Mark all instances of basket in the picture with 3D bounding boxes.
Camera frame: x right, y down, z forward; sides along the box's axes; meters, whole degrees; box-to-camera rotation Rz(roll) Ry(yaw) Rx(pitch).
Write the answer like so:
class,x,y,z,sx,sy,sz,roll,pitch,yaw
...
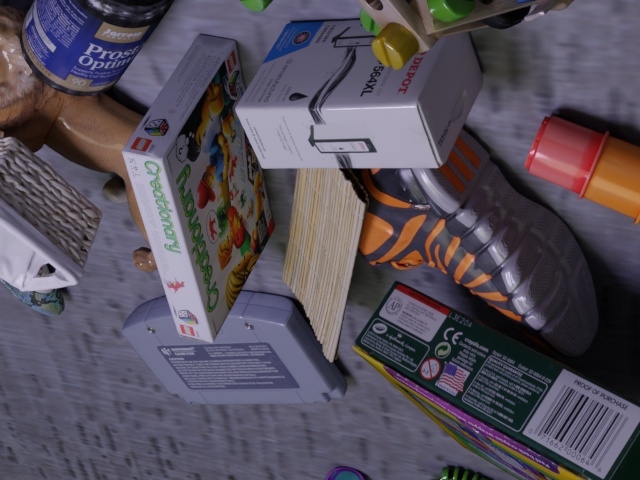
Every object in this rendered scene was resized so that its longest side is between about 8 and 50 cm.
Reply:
class,x,y,z,sx,sy,sz,roll,pitch,yaw
basket,-0.345,-0.030,1.569,0.113,0.103,0.167,-7,141,40

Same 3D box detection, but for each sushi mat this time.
class,x,y,z,sx,sy,sz,roll,pitch,yaw
sushi mat,0.000,0.000,1.610,0.151,0.019,0.316,58,156,31

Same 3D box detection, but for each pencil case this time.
class,x,y,z,sx,sy,sz,roll,pitch,yaw
pencil case,0.036,0.414,2.126,0.070,0.064,0.151,31,147,22

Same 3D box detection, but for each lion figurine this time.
class,x,y,z,sx,sy,sz,roll,pitch,yaw
lion figurine,-0.269,-0.122,1.631,0.392,0.142,0.240,24,138,-21

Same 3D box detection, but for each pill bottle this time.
class,x,y,z,sx,sy,sz,roll,pitch,yaw
pill bottle,-0.223,-0.253,1.430,0.123,0.122,0.219,35,143,-11

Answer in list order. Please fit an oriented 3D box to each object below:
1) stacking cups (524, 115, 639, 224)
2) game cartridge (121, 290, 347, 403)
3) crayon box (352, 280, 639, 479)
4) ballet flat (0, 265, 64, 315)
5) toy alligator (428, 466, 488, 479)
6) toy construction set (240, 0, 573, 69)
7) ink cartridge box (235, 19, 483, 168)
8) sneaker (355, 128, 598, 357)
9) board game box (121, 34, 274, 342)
class,x,y,z,sx,sy,sz,roll,pitch,yaw
stacking cups,0.359,-0.039,1.366,0.316,0.096,0.096,21,143,6
game cartridge,-0.126,0.150,1.916,0.294,0.060,0.196,-5,137,34
crayon box,0.255,0.215,1.558,0.363,0.106,0.313,27,169,42
ballet flat,-0.428,0.037,1.952,0.188,0.070,0.070,38,142,-20
toy alligator,0.231,0.360,1.961,0.190,0.056,0.051,17,102,13
toy construction set,0.072,-0.226,1.135,0.309,0.237,0.257,18,141,43
ink cartridge box,0.041,-0.148,1.378,0.203,0.148,0.086,1,134,29
sneaker,0.164,0.012,1.541,0.321,0.124,0.180,50,142,-13
board game box,-0.130,-0.053,1.556,0.053,0.193,0.305,12,141,19
